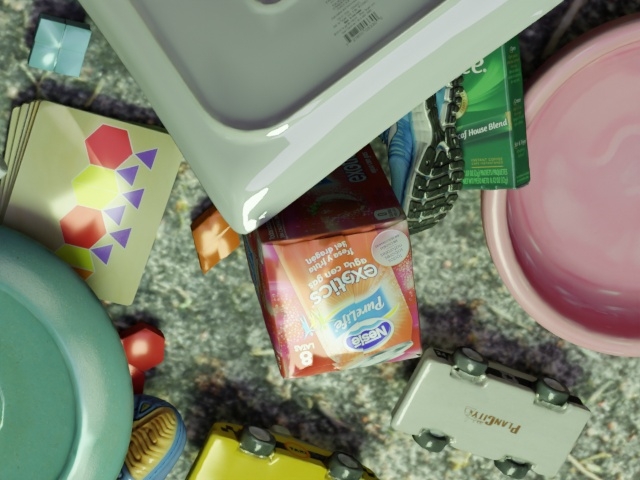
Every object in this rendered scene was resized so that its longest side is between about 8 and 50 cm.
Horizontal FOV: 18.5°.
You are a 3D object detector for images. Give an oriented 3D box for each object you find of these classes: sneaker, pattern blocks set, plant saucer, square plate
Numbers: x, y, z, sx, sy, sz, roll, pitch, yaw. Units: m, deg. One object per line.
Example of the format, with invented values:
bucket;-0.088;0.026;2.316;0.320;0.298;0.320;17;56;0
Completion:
sneaker;-0.217;0.259;1.830;0.296;0.112;0.131;-42;133;17
pattern blocks set;-0.212;-0.030;1.742;0.285;0.026;0.325;23;107;-19
plant saucer;-0.321;0.137;1.719;0.318;0.044;0.317;3;104;11
plant saucer;0.303;-0.058;1.795;0.332;0.084;0.332;-4;114;-8
square plate;-0.023;-0.239;1.563;0.347;0.049;0.344;-37;72;7
sneaker;0.080;-0.085;1.685;0.063;0.073;0.162;-5;104;-44

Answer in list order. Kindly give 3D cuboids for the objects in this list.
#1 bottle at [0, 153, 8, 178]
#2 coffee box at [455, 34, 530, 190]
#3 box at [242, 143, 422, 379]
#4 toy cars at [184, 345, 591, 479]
bottle;-0.387;0.005;1.627;0.283;0.118;0.092;-38;78;4
coffee box;0.118;-0.135;1.700;0.113;0.040;0.184;1;102;29
box;0.000;0.000;1.666;0.123;0.257;0.128;-11;114;-5
toy cars;0.056;0.186;1.855;0.394;0.087;0.176;-19;120;-6
